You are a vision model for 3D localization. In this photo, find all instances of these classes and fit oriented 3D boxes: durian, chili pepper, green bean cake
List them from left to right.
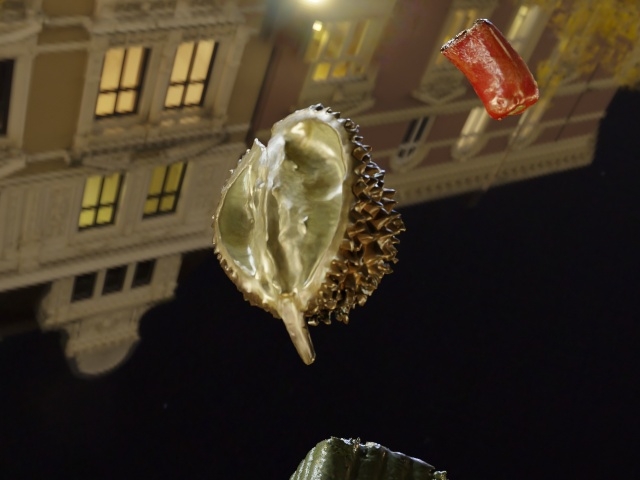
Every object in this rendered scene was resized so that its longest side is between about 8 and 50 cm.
[{"bbox_3d":[0.000,0.000,0.690,0.091,0.148,0.188,30,-134,-36],"label":"durian"},{"bbox_3d":[0.063,0.379,1.381,0.227,0.222,0.125,23,-139,-8],"label":"green bean cake"},{"bbox_3d":[0.207,-0.203,1.237,0.123,0.073,0.070,54,-175,-3],"label":"chili pepper"}]
